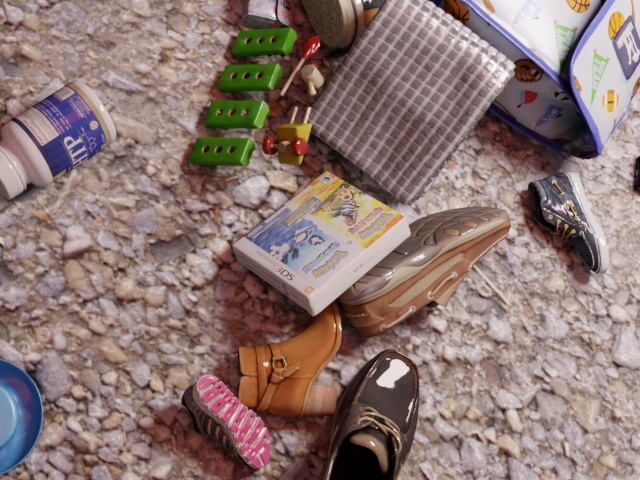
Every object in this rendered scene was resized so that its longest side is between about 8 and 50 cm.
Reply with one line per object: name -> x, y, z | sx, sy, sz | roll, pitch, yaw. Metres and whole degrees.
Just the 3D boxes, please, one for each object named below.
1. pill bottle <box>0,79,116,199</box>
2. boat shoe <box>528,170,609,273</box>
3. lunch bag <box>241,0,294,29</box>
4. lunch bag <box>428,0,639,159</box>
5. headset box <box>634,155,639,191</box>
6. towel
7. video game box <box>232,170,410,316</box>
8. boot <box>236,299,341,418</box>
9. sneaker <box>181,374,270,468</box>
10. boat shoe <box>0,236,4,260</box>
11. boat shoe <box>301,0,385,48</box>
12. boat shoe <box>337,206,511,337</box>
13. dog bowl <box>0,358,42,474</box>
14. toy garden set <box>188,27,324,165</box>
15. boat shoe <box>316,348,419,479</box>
pill bottle -> -0.409, -0.145, 1.806 | 0.186, 0.112, 0.112 | -37, 85, -20
boat shoe -> 0.403, -0.023, 1.992 | 0.083, 0.065, 0.183 | -13, 71, -15
lunch bag -> -0.082, -0.385, 1.988 | 0.083, 0.053, 0.071 | 12, 73, -19
lunch bag -> 0.381, -0.365, 1.999 | 0.385, 0.239, 0.328 | 39, 66, -10
headset box -> 0.581, -0.109, 2.072 | 0.083, 0.032, 0.062 | 13, 71, -8
towel -> 0.130, -0.218, 1.876 | 0.235, 0.121, 0.284 | 35, 112, -2
video game box -> 0.000, 0.000, 1.841 | 0.205, 0.048, 0.187 | -40, 49, -21
boot -> -0.049, 0.166, 1.822 | 0.152, 0.073, 0.197 | 6, 70, -7
sneaker -> -0.141, 0.268, 1.777 | 0.170, 0.074, 0.063 | 51, 50, -19
boat shoe -> -0.589, 0.076, 1.696 | 0.319, 0.116, 0.099 | -18, 75, -10
boat shoe -> 0.006, -0.560, 1.998 | 0.156, 0.187, 0.500 | -18, 84, -23
boat shoe -> 0.164, 0.045, 1.896 | 0.324, 0.123, 0.116 | -26, 115, -21
dog bowl -> -0.535, 0.233, 1.684 | 0.297, 0.074, 0.166 | 15, 71, -9
toy garden set -> -0.076, -0.216, 1.891 | 0.049, 0.203, 0.244 | 42, 61, -47
boat shoe -> 0.074, 0.311, 1.762 | 0.132, 0.130, 0.355 | 26, 61, -6
